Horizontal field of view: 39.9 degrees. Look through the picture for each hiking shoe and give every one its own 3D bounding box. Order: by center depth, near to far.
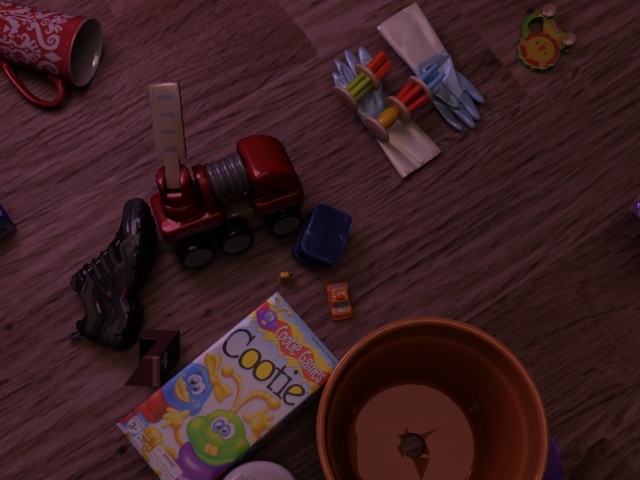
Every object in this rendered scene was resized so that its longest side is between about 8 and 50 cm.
[{"bbox_3d":[-0.312,0.043,1.293,0.114,0.086,0.226,9,83,10],"label":"hiking shoe"}]

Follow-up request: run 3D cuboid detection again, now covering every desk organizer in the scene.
[{"bbox_3d":[-0.236,0.164,1.241,0.050,0.130,0.047,2,101,2],"label":"desk organizer"}]

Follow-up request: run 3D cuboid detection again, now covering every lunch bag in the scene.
[{"bbox_3d":[0.000,0.000,1.340,0.067,0.065,0.098,26,71,-10],"label":"lunch bag"}]

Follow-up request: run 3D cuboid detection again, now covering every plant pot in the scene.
[{"bbox_3d":[0.134,0.267,1.181,0.291,0.203,0.290,1,71,-3],"label":"plant pot"}]

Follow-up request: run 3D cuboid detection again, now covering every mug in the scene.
[{"bbox_3d":[-0.457,-0.306,1.405,0.169,0.113,0.150,16,70,7],"label":"mug"}]

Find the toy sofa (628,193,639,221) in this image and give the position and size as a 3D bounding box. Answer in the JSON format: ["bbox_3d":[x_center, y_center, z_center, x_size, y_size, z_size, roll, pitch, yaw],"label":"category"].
[{"bbox_3d":[0.614,0.050,1.298,0.177,0.150,0.362,-36,76,-7],"label":"toy sofa"}]

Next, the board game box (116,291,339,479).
[{"bbox_3d":[-0.119,0.223,1.220,0.275,0.142,0.144,-40,77,-13],"label":"board game box"}]

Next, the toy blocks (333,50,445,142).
[{"bbox_3d":[0.113,-0.246,1.392,0.148,0.054,0.123,-44,88,-11],"label":"toy blocks"}]

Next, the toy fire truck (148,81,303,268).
[{"bbox_3d":[-0.150,-0.108,1.269,0.217,0.246,0.158,-20,59,-8],"label":"toy fire truck"}]

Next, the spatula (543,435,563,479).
[{"bbox_3d":[0.300,0.413,1.227,0.084,0.030,0.296,3,75,-7],"label":"spatula"}]

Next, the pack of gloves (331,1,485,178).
[{"bbox_3d":[0.142,-0.243,1.445,0.195,0.046,0.232,-34,86,-11],"label":"pack of gloves"}]

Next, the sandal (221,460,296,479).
[{"bbox_3d":[-0.085,0.497,1.156,0.170,0.102,0.415,8,85,-14],"label":"sandal"}]

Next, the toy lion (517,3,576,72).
[{"bbox_3d":[0.372,-0.335,1.483,0.096,0.034,0.100,-27,74,-2],"label":"toy lion"}]

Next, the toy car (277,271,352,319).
[{"bbox_3d":[-0.009,0.082,1.324,0.122,0.040,0.060,9,72,1],"label":"toy car"}]

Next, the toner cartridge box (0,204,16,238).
[{"bbox_3d":[-0.635,-0.116,1.352,0.165,0.075,0.347,-35,76,-11],"label":"toner cartridge box"}]
